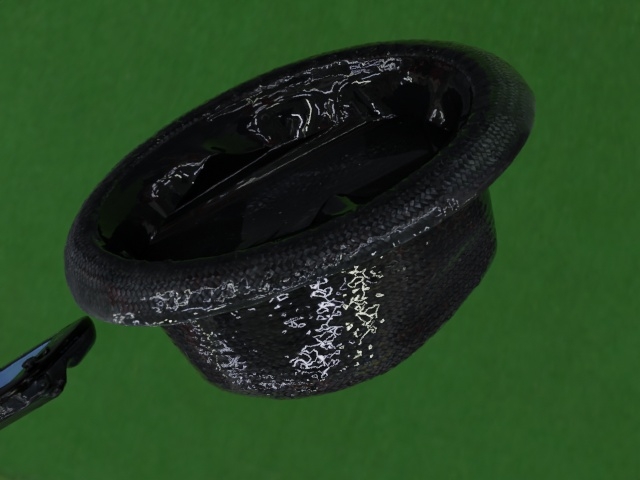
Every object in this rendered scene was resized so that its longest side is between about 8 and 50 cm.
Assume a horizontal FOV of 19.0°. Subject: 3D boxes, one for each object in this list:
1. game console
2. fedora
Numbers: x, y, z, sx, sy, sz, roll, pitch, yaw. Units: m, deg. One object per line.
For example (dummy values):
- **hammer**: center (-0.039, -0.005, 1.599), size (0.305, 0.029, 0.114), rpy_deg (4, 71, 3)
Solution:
- **game console**: center (-0.310, 0.145, 1.634), size (0.044, 0.213, 0.361), rpy_deg (45, 132, -17)
- **fedora**: center (0.000, 0.000, 1.298), size (0.334, 0.334, 0.152), rpy_deg (-12, 121, 17)
